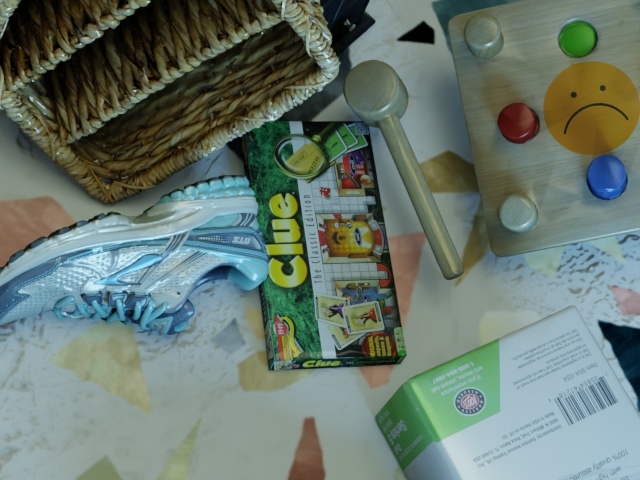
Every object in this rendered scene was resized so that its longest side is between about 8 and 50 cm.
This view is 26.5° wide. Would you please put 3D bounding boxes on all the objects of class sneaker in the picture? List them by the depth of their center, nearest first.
[{"bbox_3d":[-0.173,0.035,1.246,0.283,0.110,0.122,-21,85,-18],"label":"sneaker"}]

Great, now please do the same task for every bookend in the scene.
[{"bbox_3d":[0.002,-0.244,1.391,0.072,0.156,0.157,43,62,6],"label":"bookend"}]

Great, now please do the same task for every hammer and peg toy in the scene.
[{"bbox_3d":[0.221,-0.111,1.370,0.361,0.127,0.266,-12,83,10],"label":"hammer and peg toy"}]

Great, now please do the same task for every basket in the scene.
[{"bbox_3d":[-0.168,-0.201,1.222,0.213,0.299,0.223,20,50,-57],"label":"basket"}]

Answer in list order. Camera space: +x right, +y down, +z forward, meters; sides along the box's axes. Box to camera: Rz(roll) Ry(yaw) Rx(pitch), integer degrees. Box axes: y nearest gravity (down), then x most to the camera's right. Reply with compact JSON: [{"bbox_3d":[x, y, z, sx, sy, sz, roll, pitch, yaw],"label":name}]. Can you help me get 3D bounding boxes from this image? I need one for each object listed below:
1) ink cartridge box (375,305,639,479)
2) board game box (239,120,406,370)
[{"bbox_3d":[0.207,0.227,1.253,0.198,0.115,0.273,-21,73,-22],"label":"ink cartridge box"},{"bbox_3d":[0.000,0.000,1.351,0.136,0.030,0.259,-3,67,-14],"label":"board game box"}]
